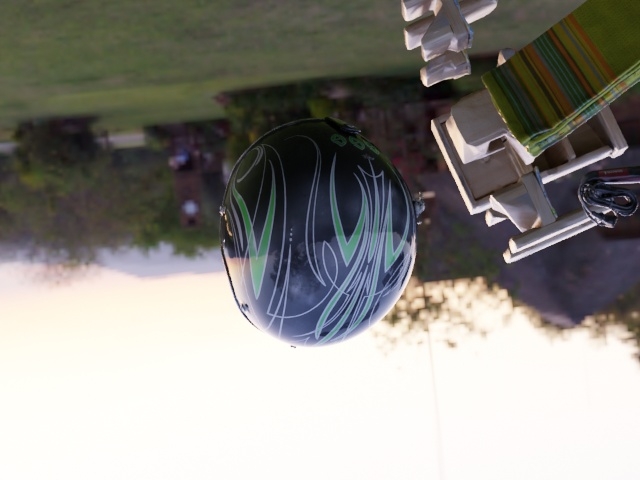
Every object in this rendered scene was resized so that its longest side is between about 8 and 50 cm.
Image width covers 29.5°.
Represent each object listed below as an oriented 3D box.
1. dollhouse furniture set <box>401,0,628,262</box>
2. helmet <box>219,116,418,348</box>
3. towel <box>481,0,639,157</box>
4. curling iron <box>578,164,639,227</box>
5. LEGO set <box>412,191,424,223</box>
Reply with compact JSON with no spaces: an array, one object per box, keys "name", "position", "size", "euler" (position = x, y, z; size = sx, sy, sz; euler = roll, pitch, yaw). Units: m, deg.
[{"name":"dollhouse furniture set","position":[0.306,-0.181,1.726],"size":[0.256,0.362,0.394],"euler":[-24,171,2]},{"name":"helmet","position":[0.000,0.000,0.990],"size":[0.169,0.161,0.169],"euler":[-10,139,-9]},{"name":"towel","position":[0.230,-0.165,0.908],"size":[0.237,0.102,0.021],"euler":[-38,133,15]},{"name":"curling iron","position":[0.432,-0.069,1.444],"size":[0.274,0.068,0.035],"euler":[-11,-175,-10]},{"name":"LEGO set","position":[0.117,-0.032,1.666],"size":[0.054,0.083,0.023],"euler":[20,174,-17]}]
